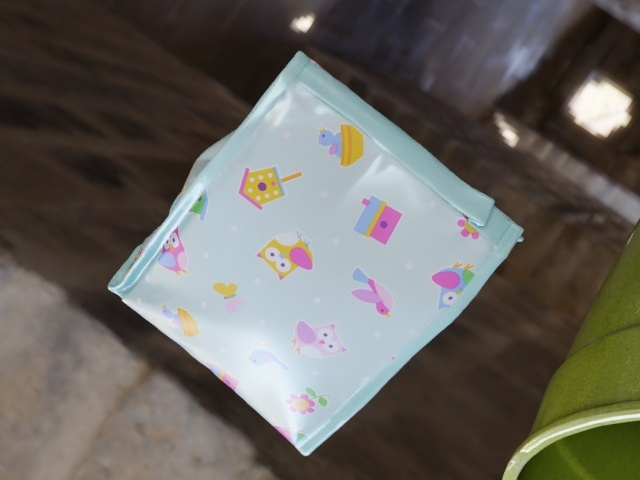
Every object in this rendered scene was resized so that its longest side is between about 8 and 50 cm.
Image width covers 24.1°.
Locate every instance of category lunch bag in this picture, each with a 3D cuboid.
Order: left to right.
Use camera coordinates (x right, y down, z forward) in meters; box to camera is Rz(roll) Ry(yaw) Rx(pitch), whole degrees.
[{"bbox_3d":[0.000,0.000,1.146,0.262,0.223,0.160,-47,-175,39],"label":"lunch bag"}]

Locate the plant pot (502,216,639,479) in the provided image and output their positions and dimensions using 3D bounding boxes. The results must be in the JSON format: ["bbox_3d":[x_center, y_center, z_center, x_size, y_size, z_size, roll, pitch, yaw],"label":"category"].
[{"bbox_3d":[0.344,0.061,1.014,0.366,0.366,0.353,103,7,-59],"label":"plant pot"}]
